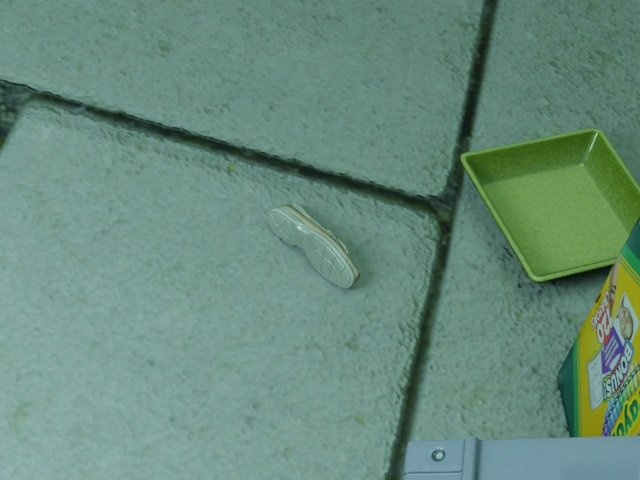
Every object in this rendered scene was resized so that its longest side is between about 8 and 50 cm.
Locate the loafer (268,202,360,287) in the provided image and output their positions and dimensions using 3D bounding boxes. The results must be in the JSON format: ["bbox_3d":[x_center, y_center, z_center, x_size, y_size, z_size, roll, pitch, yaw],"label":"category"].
[{"bbox_3d":[0.000,0.000,1.543,0.125,0.045,0.039,39,47,23],"label":"loafer"}]

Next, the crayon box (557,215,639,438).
[{"bbox_3d":[0.310,0.118,1.356,0.081,0.278,0.165,3,50,-10],"label":"crayon box"}]

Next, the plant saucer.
[{"bbox_3d":[0.271,-0.031,1.625,0.188,0.045,0.188,-12,54,-21],"label":"plant saucer"}]

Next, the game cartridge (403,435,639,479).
[{"bbox_3d":[0.237,0.271,1.236,0.355,0.068,0.230,-4,47,17],"label":"game cartridge"}]
